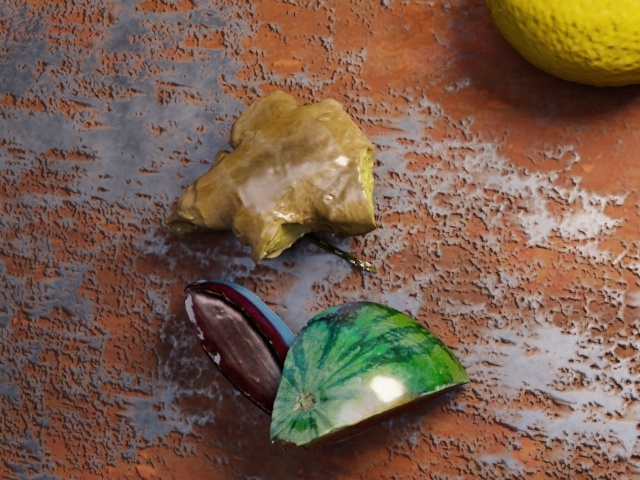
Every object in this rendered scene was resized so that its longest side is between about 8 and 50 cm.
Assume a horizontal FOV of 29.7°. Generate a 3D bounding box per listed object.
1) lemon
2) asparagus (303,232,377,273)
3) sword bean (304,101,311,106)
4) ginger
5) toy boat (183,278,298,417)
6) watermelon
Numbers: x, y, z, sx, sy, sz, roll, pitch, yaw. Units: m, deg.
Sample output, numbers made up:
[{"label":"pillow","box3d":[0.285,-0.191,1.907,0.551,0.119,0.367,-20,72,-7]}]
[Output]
[{"label":"lemon","box3d":[0.312,-0.294,1.329,0.267,0.267,0.267,-3,78,15]},{"label":"asparagus","box3d":[0.000,0.000,1.474,0.163,0.016,0.016,31,69,20]},{"label":"sword bean","box3d":[-0.029,-0.135,1.514,0.012,0.012,0.083,20,84,19]},{"label":"ginger","box3d":[-0.066,-0.073,1.440,0.270,0.123,0.219,-9,66,5]},{"label":"toy boat","box3d":[-0.077,0.122,1.430,0.223,0.097,0.100,46,104,24]},{"label":"watermelon","box3d":[0.043,0.134,1.355,0.128,0.231,0.146,-40,68,48]}]
